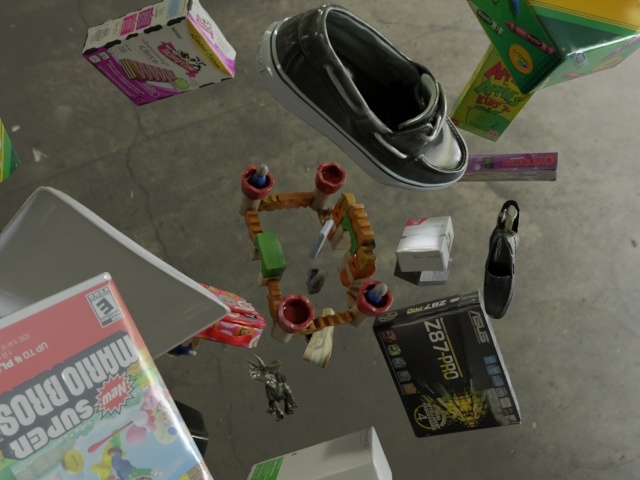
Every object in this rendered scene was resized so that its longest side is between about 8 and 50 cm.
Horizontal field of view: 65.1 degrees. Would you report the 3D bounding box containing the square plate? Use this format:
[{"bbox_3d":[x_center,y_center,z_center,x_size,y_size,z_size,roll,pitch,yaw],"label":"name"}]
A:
[{"bbox_3d":[-0.388,0.090,0.860,0.344,0.347,0.049,-32,32,30],"label":"square plate"}]

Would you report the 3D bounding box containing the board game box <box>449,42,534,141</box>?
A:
[{"bbox_3d":[0.284,-0.241,0.805,0.092,0.181,0.043,22,65,1],"label":"board game box"}]

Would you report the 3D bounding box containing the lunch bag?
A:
[{"bbox_3d":[-0.329,0.247,1.597,0.258,0.293,0.120,38,105,55],"label":"lunch bag"}]

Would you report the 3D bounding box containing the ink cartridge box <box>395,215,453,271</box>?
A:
[{"bbox_3d":[0.253,0.008,1.205,0.109,0.063,0.150,-4,32,26],"label":"ink cartridge box"}]

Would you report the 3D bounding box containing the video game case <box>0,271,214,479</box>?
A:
[{"bbox_3d":[-0.227,0.198,0.461,0.204,0.025,0.285,-30,98,-42],"label":"video game case"}]

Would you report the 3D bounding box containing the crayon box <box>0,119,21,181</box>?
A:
[{"bbox_3d":[-0.694,-0.206,0.901,0.083,0.323,0.203,20,51,9],"label":"crayon box"}]

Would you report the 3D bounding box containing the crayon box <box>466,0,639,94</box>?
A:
[{"bbox_3d":[0.278,-0.340,0.649,0.165,0.081,0.279,-21,77,-20],"label":"crayon box"}]

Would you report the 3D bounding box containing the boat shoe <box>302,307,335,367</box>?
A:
[{"bbox_3d":[-0.009,0.336,1.811,0.098,0.109,0.302,16,28,-3],"label":"boat shoe"}]

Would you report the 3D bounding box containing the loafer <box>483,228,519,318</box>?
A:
[{"bbox_3d":[0.423,0.084,1.197,0.076,0.223,0.078,14,17,36],"label":"loafer"}]

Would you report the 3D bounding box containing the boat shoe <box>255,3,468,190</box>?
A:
[{"bbox_3d":[0.084,-0.143,0.576,0.119,0.335,0.121,2,77,51],"label":"boat shoe"}]

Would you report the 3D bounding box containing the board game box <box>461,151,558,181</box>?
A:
[{"bbox_3d":[0.439,-0.190,1.330,0.346,0.208,0.056,3,86,26],"label":"board game box"}]

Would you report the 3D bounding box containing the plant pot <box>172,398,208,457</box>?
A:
[{"bbox_3d":[-0.360,0.474,1.156,0.166,0.188,0.188,14,94,-22],"label":"plant pot"}]

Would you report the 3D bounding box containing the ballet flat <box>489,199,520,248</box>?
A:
[{"bbox_3d":[0.493,-0.025,1.332,0.074,0.074,0.203,16,62,13],"label":"ballet flat"}]

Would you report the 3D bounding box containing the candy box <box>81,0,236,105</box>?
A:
[{"bbox_3d":[-0.301,-0.354,0.952,0.233,0.159,0.071,-11,63,19],"label":"candy box"}]

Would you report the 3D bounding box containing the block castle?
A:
[{"bbox_3d":[-0.020,0.011,1.284,0.302,0.213,0.454,-7,62,-23],"label":"block castle"}]

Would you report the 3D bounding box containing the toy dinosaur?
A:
[{"bbox_3d":[-0.135,0.476,1.597,0.120,0.314,0.160,-15,57,-1],"label":"toy dinosaur"}]

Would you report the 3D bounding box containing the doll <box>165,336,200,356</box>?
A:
[{"bbox_3d":[-0.481,0.368,1.710,0.129,0.189,0.046,23,55,-34],"label":"doll"}]

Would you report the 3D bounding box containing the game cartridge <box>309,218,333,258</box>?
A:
[{"bbox_3d":[0.000,0.000,1.037,0.017,0.083,0.056,31,48,5],"label":"game cartridge"}]

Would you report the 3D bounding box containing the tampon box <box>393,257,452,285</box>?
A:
[{"bbox_3d":[0.363,0.095,1.778,0.161,0.102,0.120,4,12,-40],"label":"tampon box"}]

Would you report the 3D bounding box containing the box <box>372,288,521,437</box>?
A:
[{"bbox_3d":[0.367,0.368,1.462,0.318,0.395,0.097,-17,12,20],"label":"box"}]

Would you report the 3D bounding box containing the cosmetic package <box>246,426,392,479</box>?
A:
[{"bbox_3d":[-0.005,0.645,1.304,0.365,0.197,0.155,-22,92,6],"label":"cosmetic package"}]
